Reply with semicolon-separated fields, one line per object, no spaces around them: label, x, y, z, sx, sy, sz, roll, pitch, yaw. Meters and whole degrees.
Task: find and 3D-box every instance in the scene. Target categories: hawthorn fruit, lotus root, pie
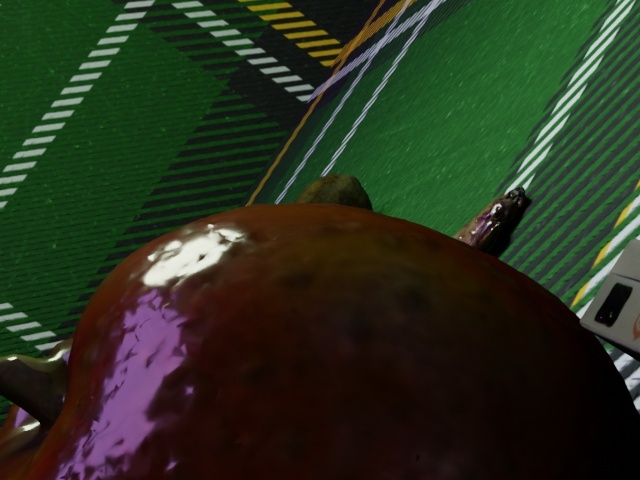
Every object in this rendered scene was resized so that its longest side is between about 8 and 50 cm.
hawthorn fruit;-0.029;0.166;0.672;0.403;0.403;0.403;-51;12;15
lotus root;0.000;0.000;1.661;0.123;0.124;0.241;-57;5;47
pie;0.158;0.004;1.247;0.170;0.034;0.092;-45;11;36

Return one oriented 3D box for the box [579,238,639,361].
box;0.225;0.065;0.545;0.058;0.141;0.201;-59;10;1
